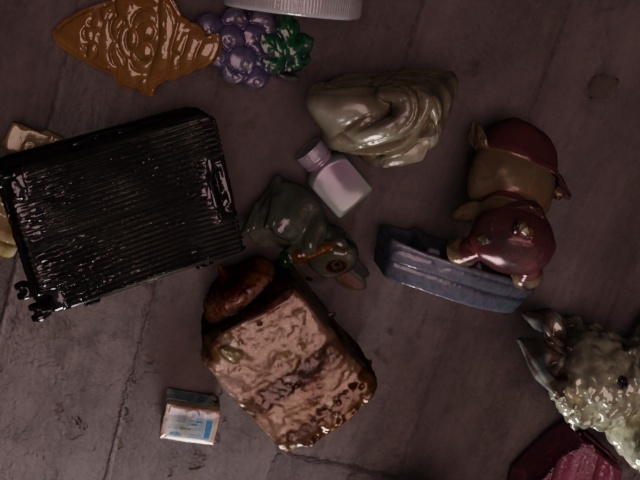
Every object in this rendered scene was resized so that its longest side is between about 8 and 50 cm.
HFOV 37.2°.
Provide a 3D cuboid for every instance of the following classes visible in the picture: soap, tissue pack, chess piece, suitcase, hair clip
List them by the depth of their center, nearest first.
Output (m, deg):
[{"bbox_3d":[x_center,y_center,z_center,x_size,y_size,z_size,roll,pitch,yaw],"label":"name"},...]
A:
[{"bbox_3d":[-0.298,-0.051,1.387,0.335,0.152,0.229,-19,111,-22],"label":"suitcase"},{"bbox_3d":[-0.461,-0.080,1.429,0.090,0.090,0.200,26,94,-15],"label":"chess piece"},{"bbox_3d":[-0.104,-0.290,1.438,0.195,0.052,0.124,-1,102,-16],"label":"hair clip"},{"bbox_3d":[-0.217,0.295,1.585,0.094,0.059,0.074,11,107,-12],"label":"tissue pack"},{"bbox_3d":[0.432,0.462,1.709,0.182,0.112,0.289,7,106,-11],"label":"soap"}]

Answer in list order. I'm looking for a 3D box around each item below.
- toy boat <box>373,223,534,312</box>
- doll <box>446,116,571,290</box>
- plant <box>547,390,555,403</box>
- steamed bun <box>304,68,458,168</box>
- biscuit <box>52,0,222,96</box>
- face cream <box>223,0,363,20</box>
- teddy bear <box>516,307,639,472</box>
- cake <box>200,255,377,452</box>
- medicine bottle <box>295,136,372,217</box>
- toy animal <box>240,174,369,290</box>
[{"bbox_3d":[0.222,0.048,1.543,0.283,0.127,0.078,18,104,-16],"label":"toy boat"},{"bbox_3d":[0.299,-0.063,1.488,0.196,0.152,0.255,36,56,-45],"label":"doll"},{"bbox_3d":[0.414,0.234,1.673,0.051,0.051,0.102,-15,95,-4],"label":"plant"},{"bbox_3d":[0.092,-0.176,1.421,0.211,0.218,0.144,2,109,18],"label":"steamed bun"},{"bbox_3d":[-0.270,-0.292,1.388,0.250,0.035,0.162,4,104,5],"label":"biscuit"},{"bbox_3d":[-0.030,-0.412,1.325,0.201,0.201,0.187,4,106,-10],"label":"face cream"},{"bbox_3d":[0.561,0.237,1.563,0.375,0.327,0.362,-8,133,29],"label":"teddy bear"},{"bbox_3d":[-0.067,0.156,1.498,0.196,0.198,0.293,-34,107,5],"label":"cake"},{"bbox_3d":[0.017,-0.103,1.503,0.074,0.055,0.118,-41,109,5],"label":"medicine bottle"},{"bbox_3d":[0.000,-0.003,1.504,0.236,0.108,0.138,24,71,-19],"label":"toy animal"}]
